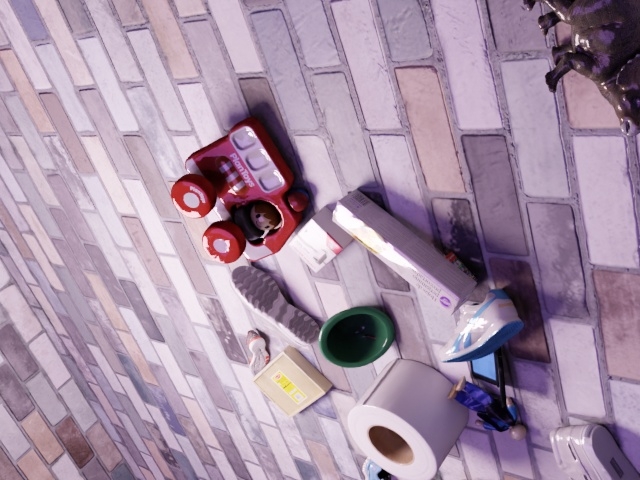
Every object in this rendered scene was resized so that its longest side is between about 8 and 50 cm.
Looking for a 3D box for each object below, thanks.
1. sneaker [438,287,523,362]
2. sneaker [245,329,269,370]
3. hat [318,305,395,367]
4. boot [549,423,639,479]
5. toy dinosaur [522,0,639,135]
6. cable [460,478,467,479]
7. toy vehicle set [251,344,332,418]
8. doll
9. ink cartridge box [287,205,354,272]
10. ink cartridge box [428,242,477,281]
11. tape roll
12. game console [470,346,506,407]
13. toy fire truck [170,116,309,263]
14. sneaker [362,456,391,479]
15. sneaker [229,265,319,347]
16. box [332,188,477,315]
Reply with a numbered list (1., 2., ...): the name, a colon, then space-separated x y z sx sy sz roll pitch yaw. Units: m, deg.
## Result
1. sneaker: 0.318 0.182 1.511 0.228 0.087 0.092 -48 49 44
2. sneaker: -0.188 0.314 2.148 0.065 0.061 0.158 54 151 37
3. hat: 0.066 0.195 1.814 0.209 0.183 0.173 -27 117 8
4. boot: 0.586 0.496 1.563 0.123 0.095 0.258 -20 101 56
5. toy dinosaur: 0.381 -0.300 1.022 0.160 0.121 0.313 -9 114 33
6. cable: 0.369 0.681 1.973 0.139 0.072 0.287 33 156 -11
7. toy vehicle set: -0.088 0.411 2.144 0.166 0.035 0.267 45 142 2
8. doll: 0.382 0.386 1.675 0.189 0.046 0.129 34 132 5
9. ink cartridge box: 0.000 0.000 1.669 0.099 0.056 0.135 45 142 0
10. ink cartridge box: 0.257 0.056 1.503 0.115 0.029 0.063 49 143 7
11. tape roll: 0.209 0.431 1.777 0.246 0.169 0.246 25 139 24
12. game console: 0.356 0.283 1.588 0.071 0.107 0.122 -6 125 13
13. toy fire truck: -0.164 -0.100 1.665 0.254 0.169 0.302 -22 110 31
14. sneaker: 0.169 0.694 2.143 0.073 0.063 0.162 11 131 32
15. sneaker: -0.138 0.186 1.928 0.281 0.105 0.115 45 142 0
16. box: 0.163 0.019 1.496 0.324 0.067 0.063 39 142 20
